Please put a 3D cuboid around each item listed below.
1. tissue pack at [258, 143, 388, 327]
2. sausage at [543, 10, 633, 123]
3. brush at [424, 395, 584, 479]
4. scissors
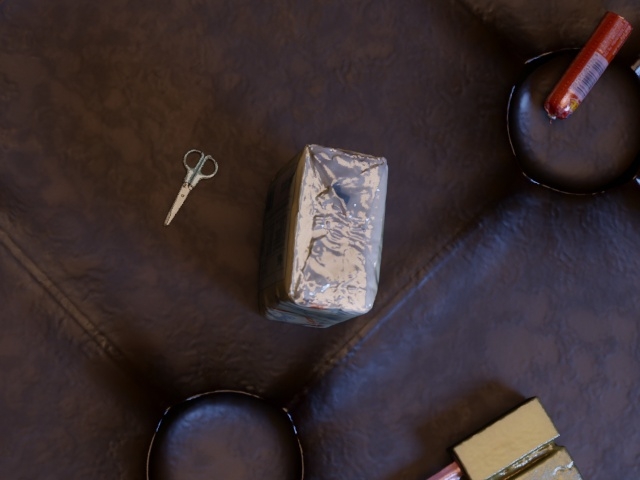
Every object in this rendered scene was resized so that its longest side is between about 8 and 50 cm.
[{"bbox_3d":[0.000,0.000,1.594,0.092,0.196,0.148,7,83,-8],"label":"tissue pack"},{"bbox_3d":[0.266,-0.171,1.738,0.034,0.034,0.129,36,80,-4],"label":"sausage"},{"bbox_3d":[0.133,0.251,1.665,0.233,0.047,0.103,-29,89,-9],"label":"brush"},{"bbox_3d":[-0.131,-0.049,1.676,0.036,0.006,0.083,29,80,-6],"label":"scissors"}]
